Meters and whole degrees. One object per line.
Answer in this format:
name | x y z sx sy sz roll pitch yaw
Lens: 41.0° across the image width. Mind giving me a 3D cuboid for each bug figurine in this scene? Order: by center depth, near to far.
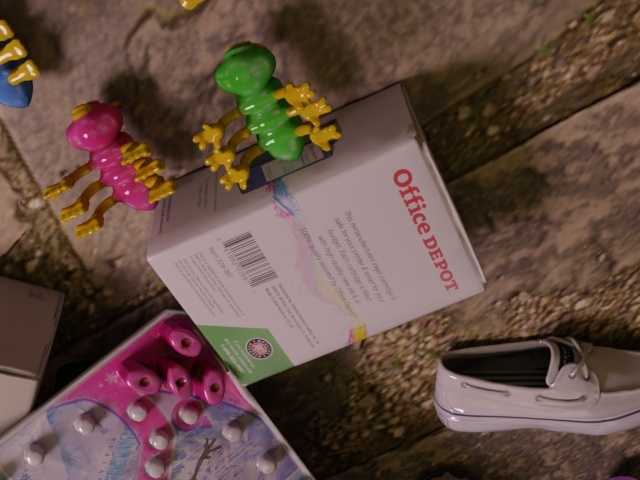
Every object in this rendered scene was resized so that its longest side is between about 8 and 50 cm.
bug figurine | -0.117 -0.120 0.561 0.279 0.072 0.216 -20 117 15

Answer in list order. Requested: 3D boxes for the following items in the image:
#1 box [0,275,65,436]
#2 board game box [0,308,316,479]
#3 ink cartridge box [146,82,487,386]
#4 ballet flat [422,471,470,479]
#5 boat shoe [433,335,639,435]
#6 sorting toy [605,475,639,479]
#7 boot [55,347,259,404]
box | -0.302 0.164 0.733 0.094 0.113 0.275 16 121 -15
board game box | -0.148 0.320 0.671 0.390 0.050 0.390 -38 107 -14
ink cartridge box | 0.000 0.000 0.654 0.212 0.093 0.154 -22 125 12
ballet flat | 0.195 0.326 0.920 0.241 0.077 0.091 28 118 -24
boat shoe | 0.215 0.126 0.772 0.226 0.083 0.076 -9 127 2
sorting toy | 0.469 0.243 0.893 0.365 0.127 0.126 -21 155 13
boot | -0.139 0.197 0.791 0.176 0.088 0.244 -17 118 7
